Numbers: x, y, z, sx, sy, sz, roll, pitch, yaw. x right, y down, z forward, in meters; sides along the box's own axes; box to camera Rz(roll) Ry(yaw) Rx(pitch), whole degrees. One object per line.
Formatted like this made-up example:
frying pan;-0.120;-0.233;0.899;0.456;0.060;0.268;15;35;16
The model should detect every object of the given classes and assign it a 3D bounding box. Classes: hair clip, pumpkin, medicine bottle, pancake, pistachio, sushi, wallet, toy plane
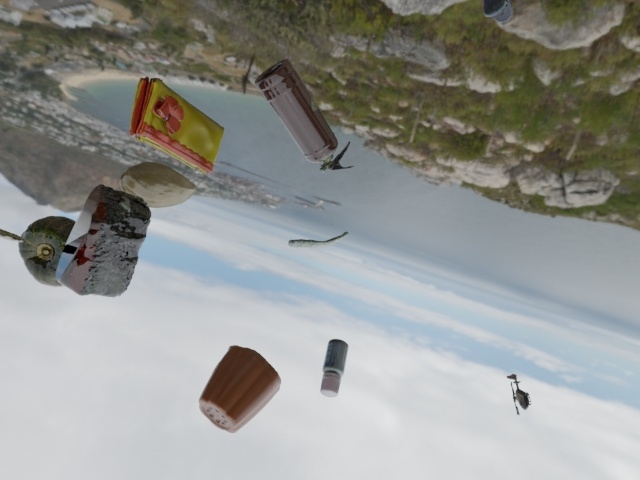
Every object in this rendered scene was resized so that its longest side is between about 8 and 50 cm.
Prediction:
hair clip;0.366;-0.614;0.893;0.048;0.274;0.083;0;-167;46
pumpkin;-0.916;0.030;1.492;0.261;0.260;0.189;18;-168;3
medicine bottle;0.049;0.468;1.549;0.084;0.203;0.083;8;137;8
pancake;-0.943;-0.041;1.172;0.235;0.029;0.212;13;164;33
pistachio;-0.547;-0.188;1.424;0.238;0.153;0.138;-1;-164;-25
sushi;-0.441;0.006;0.874;0.126;0.225;0.136;23;-175;-41
wallet;-0.322;-0.255;0.979;0.067;0.141;0.241;6;170;27
hair clip;0.000;0.002;1.347;0.229;0.036;0.066;-9;162;-32
toy plane;0.611;0.471;1.293;0.049;0.120;0.031;-22;149;32

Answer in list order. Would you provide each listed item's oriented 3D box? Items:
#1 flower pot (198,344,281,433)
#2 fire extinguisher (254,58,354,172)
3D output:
flower pot;-0.227;0.411;1.146;0.191;0.190;0.173;18;-139;21
fire extinguisher;-0.019;-0.302;1.101;0.102;0.138;0.344;16;149;53
